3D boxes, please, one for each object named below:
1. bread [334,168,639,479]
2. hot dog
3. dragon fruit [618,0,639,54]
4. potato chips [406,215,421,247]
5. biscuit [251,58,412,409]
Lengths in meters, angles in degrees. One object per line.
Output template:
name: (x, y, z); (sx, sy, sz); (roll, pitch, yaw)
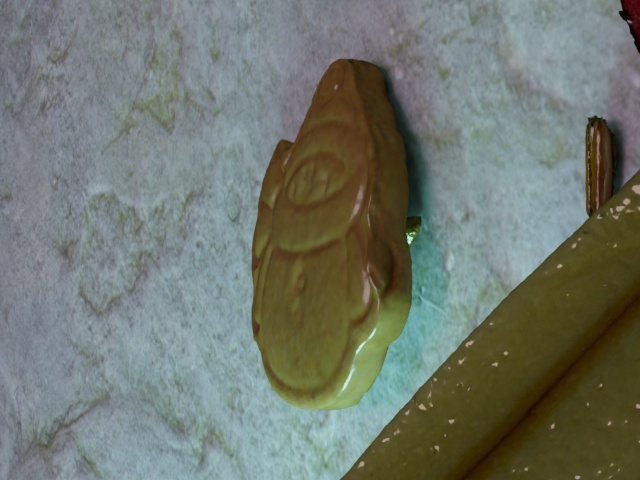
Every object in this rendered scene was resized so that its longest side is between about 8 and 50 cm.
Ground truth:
bread: (0.176, 0.105, 1.035); (0.233, 0.244, 0.362); (-127, 42, -52)
hot dog: (0.219, -0.056, 1.186); (0.037, 0.021, 0.083); (-144, 55, -82)
dragon fruit: (0.260, -0.178, 0.991); (0.189, 0.163, 0.262); (80, 177, -57)
potato chips: (0.049, 0.042, 1.509); (0.204, 0.026, 0.037); (125, 152, -48)
biscuit: (0.000, 0.000, 1.534); (0.312, 0.057, 0.351); (-32, 54, 59)
